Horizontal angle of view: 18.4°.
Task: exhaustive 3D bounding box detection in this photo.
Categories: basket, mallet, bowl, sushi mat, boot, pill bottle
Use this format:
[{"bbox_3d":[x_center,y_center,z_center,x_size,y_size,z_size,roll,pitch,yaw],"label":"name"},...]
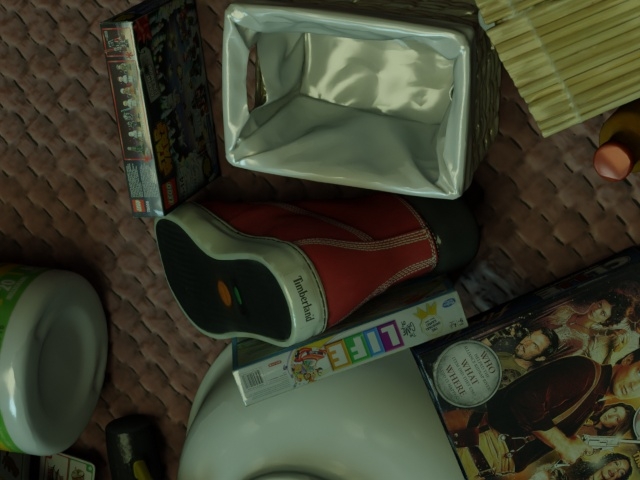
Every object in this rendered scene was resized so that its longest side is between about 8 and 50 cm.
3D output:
[{"bbox_3d":[0.032,-0.103,1.278,0.167,0.103,0.113,10,114,21],"label":"basket"},{"bbox_3d":[-0.123,0.172,1.426,0.039,0.189,0.062,-12,99,-13],"label":"mallet"},{"bbox_3d":[0.011,0.201,1.391,0.297,0.134,0.298,9,113,21],"label":"bowl"},{"bbox_3d":[0.240,-0.187,1.139,0.316,0.019,0.151,-22,91,11],"label":"sushi mat"},{"bbox_3d":[0.000,0.000,1.347,0.244,0.176,0.088,15,124,60],"label":"boot"},{"bbox_3d":[-0.296,0.078,1.474,0.245,0.136,0.136,6,112,21],"label":"pill bottle"}]

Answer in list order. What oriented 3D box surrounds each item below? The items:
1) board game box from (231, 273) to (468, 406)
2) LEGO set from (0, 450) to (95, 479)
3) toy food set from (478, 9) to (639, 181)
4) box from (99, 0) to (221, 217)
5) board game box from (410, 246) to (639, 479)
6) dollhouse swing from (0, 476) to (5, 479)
[{"bbox_3d":[0.017,0.059,1.315,0.154,0.103,0.026,-20,103,2],"label":"board game box"},{"bbox_3d":[-0.253,0.263,1.593,0.182,0.060,0.244,13,108,25],"label":"LEGO set"},{"bbox_3d":[0.161,-0.157,1.198,0.111,0.104,0.232,6,112,22],"label":"toy food set"},{"bbox_3d":[-0.107,-0.094,1.348,0.027,0.094,0.137,1,111,24],"label":"box"},{"bbox_3d":[0.179,0.148,1.302,0.165,0.042,0.243,-24,101,-3],"label":"board game box"},{"bbox_3d":[-0.246,0.401,1.518,0.305,0.315,0.347,26,119,-39],"label":"dollhouse swing"}]
